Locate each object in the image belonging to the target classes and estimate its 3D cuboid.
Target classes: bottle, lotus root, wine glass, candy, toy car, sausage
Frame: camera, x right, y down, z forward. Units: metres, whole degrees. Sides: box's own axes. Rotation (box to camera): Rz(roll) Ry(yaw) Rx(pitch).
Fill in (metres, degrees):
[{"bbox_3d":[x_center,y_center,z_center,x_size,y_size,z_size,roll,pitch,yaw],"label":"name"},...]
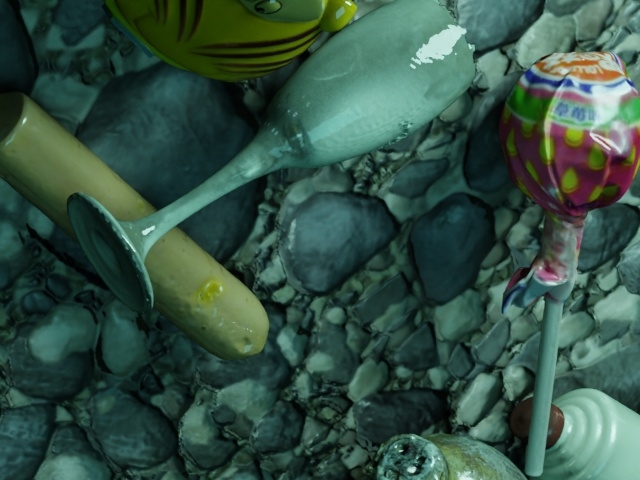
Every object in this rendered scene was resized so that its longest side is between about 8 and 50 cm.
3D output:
[{"bbox_3d":[0.259,0.199,1.726,0.245,0.104,0.104,30,104,-33],"label":"bottle"},{"bbox_3d":[0.131,0.273,1.675,0.175,0.175,0.350,-31,125,-4],"label":"lotus root"},{"bbox_3d":[0.000,0.000,1.449,0.309,0.096,0.264,-34,119,-22],"label":"wine glass"},{"bbox_3d":[0.189,0.026,1.572,0.124,0.124,0.365,-6,117,-21],"label":"candy"},{"bbox_3d":[-0.034,-0.212,1.334,0.248,0.142,0.200,-47,125,7],"label":"toy car"},{"bbox_3d":[-0.142,-0.004,1.456,0.066,0.066,0.301,-42,127,4],"label":"sausage"}]
